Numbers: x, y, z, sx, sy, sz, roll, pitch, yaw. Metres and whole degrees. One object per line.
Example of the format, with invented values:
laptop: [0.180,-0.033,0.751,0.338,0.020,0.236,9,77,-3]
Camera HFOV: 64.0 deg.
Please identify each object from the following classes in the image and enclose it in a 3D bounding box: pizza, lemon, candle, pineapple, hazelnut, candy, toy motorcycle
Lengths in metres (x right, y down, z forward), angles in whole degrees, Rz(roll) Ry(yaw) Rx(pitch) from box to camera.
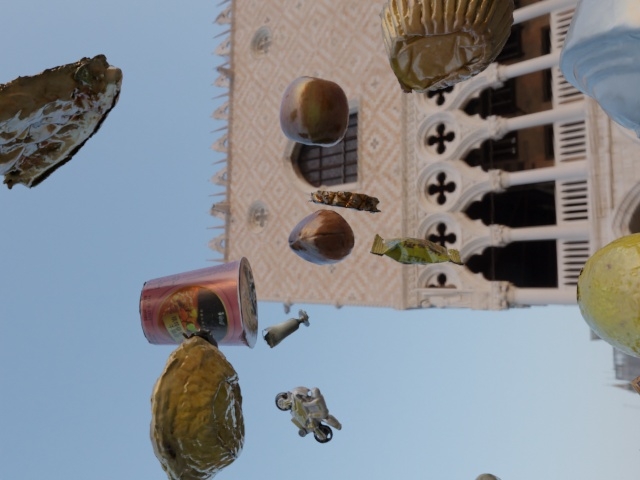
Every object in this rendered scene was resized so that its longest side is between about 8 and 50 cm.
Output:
pizza: [-0.592,-0.256,1.110,0.392,0.435,0.080,-34,-88,-6]
lemon: [0.909,0.150,1.407,0.350,0.387,0.350,0,-93,-6]
candle: [0.389,-0.260,0.550,0.221,0.221,0.342,20,-90,-46]
pineapple: [0.074,-0.109,1.428,0.221,0.221,0.047,7,-86,-48]
hazelnut: [0.000,0.000,1.241,0.150,0.150,0.150,5,-97,-49]
candy: [0.317,0.037,1.697,0.187,0.297,0.081,-59,-21,-72]
toy motorcycle: [-0.033,0.545,1.647,0.151,0.229,0.074,-55,-10,12]

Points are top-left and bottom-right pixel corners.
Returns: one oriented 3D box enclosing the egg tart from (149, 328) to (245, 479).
egg tart: [-0.175,0.269,0.809,0.232,0.098,0.252,-8,-85,-75]

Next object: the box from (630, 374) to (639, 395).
box: [0.887,0.452,1.182,0.193,0.084,0.301,24,-149,-28]

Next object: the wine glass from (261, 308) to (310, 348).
wine glass: [-0.111,0.289,1.684,0.155,0.072,0.072,-26,-73,-30]

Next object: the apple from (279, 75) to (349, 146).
apple: [-0.014,-0.339,1.350,0.188,0.188,0.174,-9,-66,-49]

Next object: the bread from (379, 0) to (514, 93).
bread: [0.258,-0.424,1.043,0.274,0.274,0.149,37,-135,-41]

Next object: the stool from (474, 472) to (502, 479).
stool: [0.148,0.370,0.526,0.198,0.195,0.195,80,176,-76]

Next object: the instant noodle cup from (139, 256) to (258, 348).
instant noodle cup: [-0.295,0.166,1.267,0.244,0.255,0.244,-7,-90,-89]
